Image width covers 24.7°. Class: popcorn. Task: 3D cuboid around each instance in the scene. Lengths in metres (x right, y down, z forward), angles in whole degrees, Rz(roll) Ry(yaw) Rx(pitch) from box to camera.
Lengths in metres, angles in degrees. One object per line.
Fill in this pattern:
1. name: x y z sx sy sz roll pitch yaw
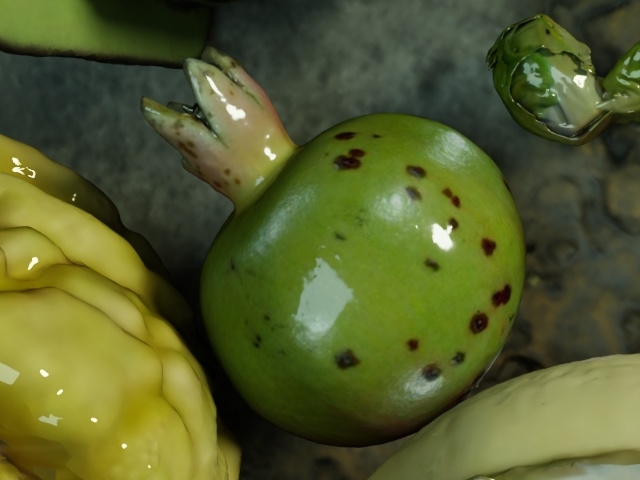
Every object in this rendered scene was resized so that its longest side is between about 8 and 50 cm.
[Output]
1. popcorn: -0.131 0.100 0.559 0.332 0.225 0.265 63 159 1

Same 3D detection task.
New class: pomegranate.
1. pomegranate: -0.003 0.006 0.554 0.159 0.129 0.129 26 104 12

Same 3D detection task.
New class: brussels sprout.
1. brussels sprout: 0.105 -0.062 0.547 0.083 0.046 0.051 -3 98 25

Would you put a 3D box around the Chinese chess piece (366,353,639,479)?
1. Chinese chess piece: 0.115 0.173 0.492 0.270 0.112 0.270 4 105 14

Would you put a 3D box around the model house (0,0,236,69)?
1. model house: 0.015 -0.182 0.495 0.279 0.218 0.204 -8 92 22
